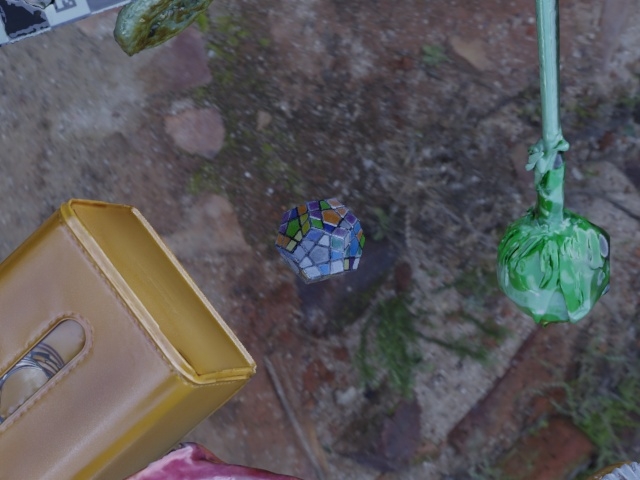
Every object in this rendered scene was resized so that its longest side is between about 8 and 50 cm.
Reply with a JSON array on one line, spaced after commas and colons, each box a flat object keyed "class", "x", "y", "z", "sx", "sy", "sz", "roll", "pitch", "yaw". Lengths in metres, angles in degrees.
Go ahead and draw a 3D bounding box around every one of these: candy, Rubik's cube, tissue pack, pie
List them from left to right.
[{"class": "tissue pack", "x": -0.225, "y": 0.126, "z": 0.961, "sx": 0.274, "sy": 0.145, "sz": 0.194, "roll": -42, "pitch": 79, "yaw": 12}, {"class": "pie", "x": -0.250, "y": -0.393, "z": 1.911, "sx": 0.240, "sy": 0.240, "sz": 0.054, "roll": -37, "pitch": 86, "yaw": -8}, {"class": "Rubik's cube", "x": 0.000, "y": 0.000, "z": 1.392, "sx": 0.111, "sy": 0.093, "sz": 0.111, "roll": 1, "pitch": 109, "yaw": 2}, {"class": "candy", "x": 0.172, "y": -0.072, "z": 0.867, "sx": 0.097, "sy": 0.097, "sz": 0.323, "roll": -20, "pitch": 125, "yaw": -15}]

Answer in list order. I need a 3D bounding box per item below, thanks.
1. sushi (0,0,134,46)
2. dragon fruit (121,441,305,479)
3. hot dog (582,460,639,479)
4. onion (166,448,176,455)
[{"class": "sushi", "x": -0.421, "y": -0.471, "z": 1.637, "sx": 0.359, "sy": 0.064, "sz": 0.343, "roll": -24, "pitch": 102, "yaw": -16}, {"class": "dragon fruit", "x": -0.073, "y": 0.278, "z": 0.668, "sx": 0.290, "sy": 0.291, "sz": 0.189, "roll": 5, "pitch": 141, "yaw": -24}, {"class": "hot dog", "x": 0.201, "y": 0.294, "z": 0.959, "sx": 0.268, "sy": 0.075, "sz": 0.144, "roll": -39, "pitch": 121, "yaw": -10}, {"class": "onion", "x": -0.298, "y": 0.408, "z": 1.754, "sx": 0.272, "sy": 0.272, "sz": 0.195, "roll": 10, "pitch": 100, "yaw": -25}]
